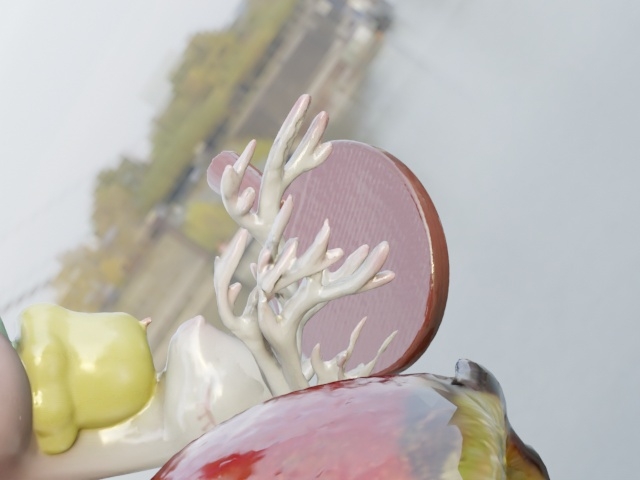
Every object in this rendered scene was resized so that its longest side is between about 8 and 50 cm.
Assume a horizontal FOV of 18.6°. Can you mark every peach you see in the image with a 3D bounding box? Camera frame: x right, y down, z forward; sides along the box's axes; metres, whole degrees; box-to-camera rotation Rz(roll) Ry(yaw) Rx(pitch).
[{"bbox_3d":[0.029,0.269,1.099,0.339,0.353,0.416,-99,31,-56],"label":"peach"}]

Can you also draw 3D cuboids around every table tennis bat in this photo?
[{"bbox_3d":[0.000,0.000,1.682,0.310,0.038,0.200,36,116,44],"label":"table tennis bat"}]

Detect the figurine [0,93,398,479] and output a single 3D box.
[{"bbox_3d":[-0.101,0.067,1.313,0.206,0.315,0.284,-124,37,-55],"label":"figurine"}]
